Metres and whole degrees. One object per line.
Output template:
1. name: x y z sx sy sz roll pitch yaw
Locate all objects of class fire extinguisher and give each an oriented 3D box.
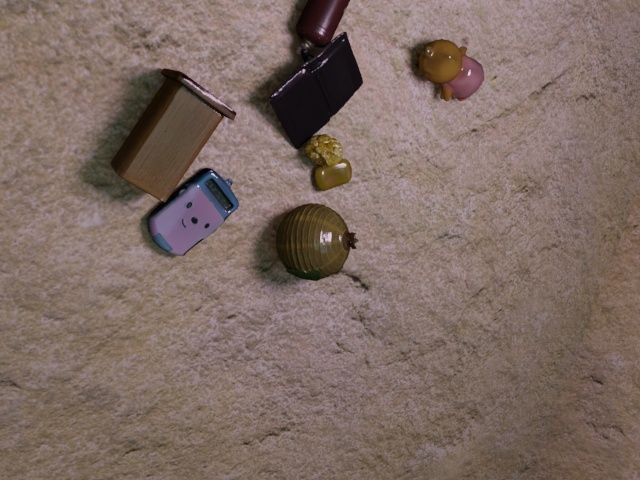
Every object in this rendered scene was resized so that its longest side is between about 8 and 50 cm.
1. fire extinguisher: 0.018 -0.681 1.719 0.337 0.114 0.135 -63 151 2

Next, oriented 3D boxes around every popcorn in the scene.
1. popcorn: 0.010 -0.279 1.844 0.120 0.116 0.106 -6 150 -19

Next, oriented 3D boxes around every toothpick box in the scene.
1. toothpick box: -0.408 -0.280 1.563 0.187 0.190 0.308 33 91 -35

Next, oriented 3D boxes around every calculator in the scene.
1. calculator: -0.372 -0.084 1.720 0.293 0.051 0.173 -42 121 -12

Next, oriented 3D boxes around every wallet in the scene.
1. wallet: -0.004 -0.460 1.776 0.323 0.041 0.247 -47 146 -10

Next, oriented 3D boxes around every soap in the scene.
1. soap: 0.042 -0.218 1.921 0.140 0.045 0.089 -22 119 -24

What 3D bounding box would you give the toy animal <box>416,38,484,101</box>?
1. toy animal: 0.432 -0.580 1.957 0.281 0.169 0.195 17 94 -34

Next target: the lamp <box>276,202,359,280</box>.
1. lamp: 0.000 0.000 1.830 0.250 0.284 0.250 12 76 -58
